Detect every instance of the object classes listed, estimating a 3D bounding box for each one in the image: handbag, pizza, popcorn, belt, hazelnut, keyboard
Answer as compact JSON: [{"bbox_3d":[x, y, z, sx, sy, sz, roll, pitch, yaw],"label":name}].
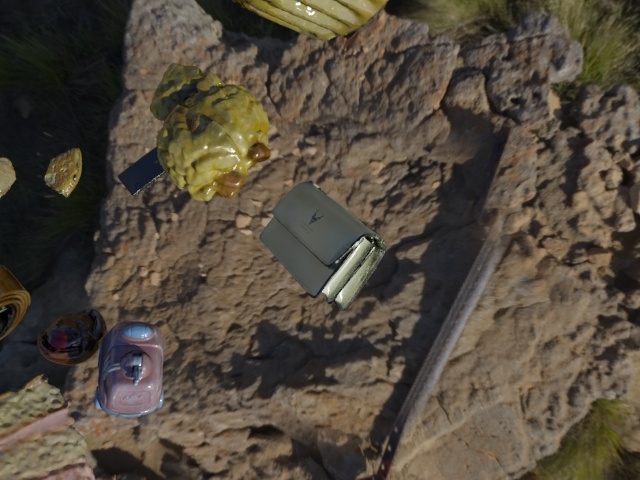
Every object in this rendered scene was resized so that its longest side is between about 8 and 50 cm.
[{"bbox_3d":[0.000,0.000,1.583,0.236,0.160,0.358,-53,42,6],"label":"handbag"},{"bbox_3d":[-0.773,-0.206,1.681,0.099,0.036,0.160,4,70,6],"label":"pizza"},{"bbox_3d":[-0.249,-0.252,1.251,0.265,0.225,0.332,-28,81,-18],"label":"popcorn"},{"bbox_3d":[-0.268,0.056,0.451,0.036,0.059,0.083,46,130,8],"label":"belt"},{"bbox_3d":[-0.781,0.303,1.770,0.170,0.160,0.201,32,71,13],"label":"hazelnut"},{"bbox_3d":[-0.449,-0.252,1.658,0.317,0.027,0.106,-39,68,-10],"label":"keyboard"}]

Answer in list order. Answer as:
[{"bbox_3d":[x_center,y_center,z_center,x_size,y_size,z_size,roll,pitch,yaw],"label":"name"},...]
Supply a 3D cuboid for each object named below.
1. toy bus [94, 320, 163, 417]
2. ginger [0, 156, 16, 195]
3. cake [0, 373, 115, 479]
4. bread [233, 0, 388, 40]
[{"bbox_3d":[-0.562,0.369,1.671,0.197,0.231,0.294,7,47,-21],"label":"toy bus"},{"bbox_3d":[-1.097,-0.224,1.761,0.221,0.130,0.275,-23,127,-32],"label":"ginger"},{"bbox_3d":[-0.642,0.500,1.104,0.314,0.293,0.306,-44,75,34],"label":"cake"},{"bbox_3d":[0.005,-0.312,0.526,0.139,0.240,0.240,27,88,-30],"label":"bread"}]
